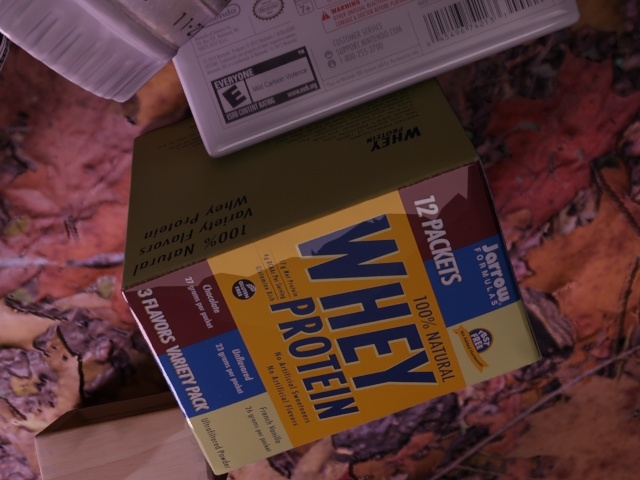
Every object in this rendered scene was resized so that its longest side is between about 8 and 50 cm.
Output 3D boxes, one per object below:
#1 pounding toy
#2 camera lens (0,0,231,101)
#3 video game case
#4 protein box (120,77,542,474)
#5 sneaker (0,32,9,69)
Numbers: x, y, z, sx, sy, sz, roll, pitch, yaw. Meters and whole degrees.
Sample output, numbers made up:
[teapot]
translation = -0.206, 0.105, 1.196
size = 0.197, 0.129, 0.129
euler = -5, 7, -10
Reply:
[pounding toy]
translation = -0.115, 0.163, 0.824
size = 0.130, 0.141, 0.100
euler = -11, 90, -1
[camera lens]
translation = -0.083, -0.233, 0.539
size = 0.219, 0.219, 0.274
euler = 40, 95, -24
[video game case]
translation = 0.007, -0.182, 0.662
size = 0.226, 0.026, 0.206
euler = -20, 93, 4
[protein box]
translation = 0.000, 0.000, 0.703
size = 0.199, 0.201, 0.136
euler = -20, 118, 4
[sneaker]
translation = -0.248, -0.030, 0.681
size = 0.146, 0.134, 0.343
euler = 16, 142, -26
